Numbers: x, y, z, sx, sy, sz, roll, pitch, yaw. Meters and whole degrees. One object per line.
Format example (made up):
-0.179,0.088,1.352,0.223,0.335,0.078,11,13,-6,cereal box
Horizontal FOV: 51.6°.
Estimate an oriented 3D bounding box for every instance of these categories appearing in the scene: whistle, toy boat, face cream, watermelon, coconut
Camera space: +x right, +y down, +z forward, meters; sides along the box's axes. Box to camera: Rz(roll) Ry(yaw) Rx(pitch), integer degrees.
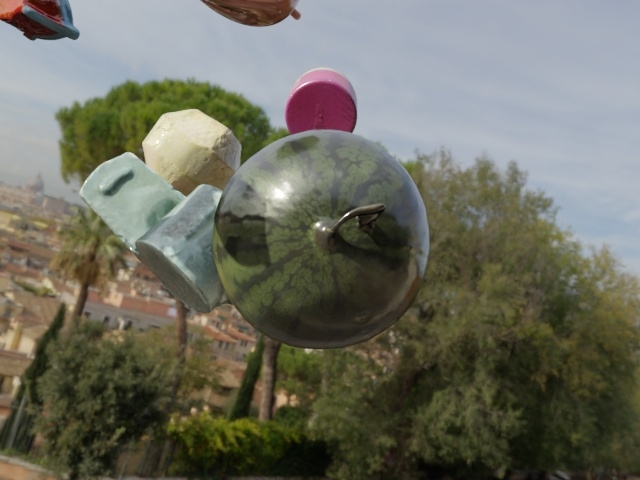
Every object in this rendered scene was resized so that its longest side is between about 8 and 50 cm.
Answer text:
-0.275,-0.014,1.276,0.405,0.168,0.188,29,-28,29,whistle
-0.279,-0.242,0.618,0.173,0.069,0.059,47,23,25,toy boat
0.005,-0.329,1.634,0.175,0.175,0.195,18,23,-6,face cream
0.000,0.000,0.844,0.279,0.278,0.359,17,-5,-4,watermelon
-0.338,-0.205,1.710,0.259,0.259,0.259,17,-4,1,coconut

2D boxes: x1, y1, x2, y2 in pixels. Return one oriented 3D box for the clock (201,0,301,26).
-0.135,-0.390,0.954,0.227,0.142,0.241,30,1,10,clock
